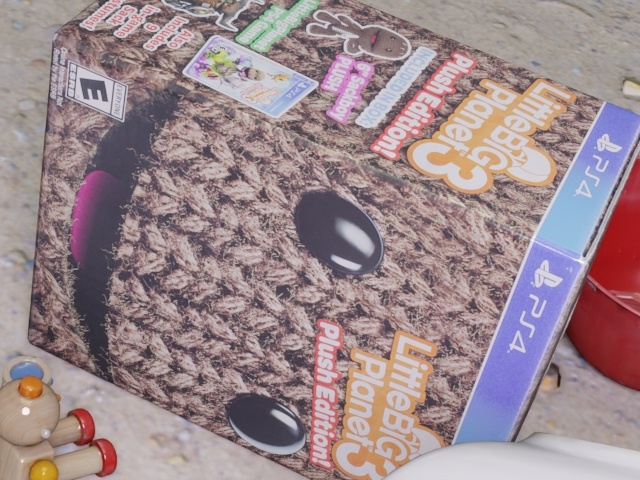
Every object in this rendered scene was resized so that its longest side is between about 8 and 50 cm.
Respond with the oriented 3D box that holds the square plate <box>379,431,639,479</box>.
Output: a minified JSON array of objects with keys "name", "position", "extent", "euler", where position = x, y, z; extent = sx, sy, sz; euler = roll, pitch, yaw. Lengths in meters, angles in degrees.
[{"name":"square plate","position":[0.235,0.138,0.592],"extent":[0.344,0.049,0.347],"euler":[8,-8,25]}]

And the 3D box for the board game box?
[{"name":"board game box","position":[0.000,0.000,0.781],"extent":[0.291,0.232,0.141],"euler":[23,41,12]}]

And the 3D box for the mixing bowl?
[{"name":"mixing bowl","position":[0.227,0.036,0.911],"extent":[0.182,0.098,0.181],"euler":[8,40,-7]}]

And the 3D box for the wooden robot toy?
[{"name":"wooden robot toy","position":[-0.155,0.094,0.743],"extent":[0.076,0.079,0.173],"euler":[-19,50,-34]}]
